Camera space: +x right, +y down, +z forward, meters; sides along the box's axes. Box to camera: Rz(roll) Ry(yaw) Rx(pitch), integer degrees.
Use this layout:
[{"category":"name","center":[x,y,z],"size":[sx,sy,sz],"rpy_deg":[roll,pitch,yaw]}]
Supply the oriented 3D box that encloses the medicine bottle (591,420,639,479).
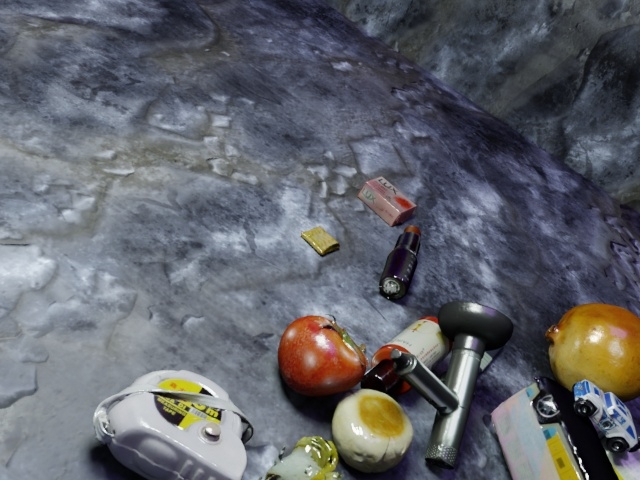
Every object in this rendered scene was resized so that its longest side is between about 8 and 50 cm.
[{"category":"medicine bottle","center":[0.632,0.486,1.386],"size":[0.143,0.143,0.258],"rpy_deg":[2,44,-38]}]

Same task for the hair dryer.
[{"category":"hair dryer","center":[0.254,0.232,1.226],"size":[0.155,0.284,0.320],"rpy_deg":[8,52,26]}]

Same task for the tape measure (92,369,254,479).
[{"category":"tape measure","center":[-0.210,0.284,0.980],"size":[0.236,0.120,0.197],"rpy_deg":[28,21,2]}]

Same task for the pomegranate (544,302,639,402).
[{"category":"pomegranate","center":[0.696,0.285,1.625],"size":[0.264,0.264,0.264],"rpy_deg":[22,34,-16]}]

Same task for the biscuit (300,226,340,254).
[{"category":"biscuit","center":[0.000,0.000,1.620],"size":[0.081,0.018,0.083],"rpy_deg":[43,34,17]}]

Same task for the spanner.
[{"category":"spanner","center":[0.369,0.293,1.537],"size":[0.087,0.024,0.316],"rpy_deg":[37,33,18]}]

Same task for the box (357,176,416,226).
[{"category":"box","center":[0.196,-0.117,1.901],"size":[0.156,0.060,0.111],"rpy_deg":[43,33,15]}]

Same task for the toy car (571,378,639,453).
[{"category":"toy car","center":[0.586,0.359,1.314],"size":[0.171,0.070,0.080],"rpy_deg":[47,25,-2]}]

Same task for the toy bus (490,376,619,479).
[{"category":"toy bus","center":[0.469,0.473,1.241],"size":[0.171,0.162,0.386],"rpy_deg":[33,29,-32]}]

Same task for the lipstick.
[{"category":"lipstick","center":[0.214,0.048,1.678],"size":[0.081,0.081,0.300],"rpy_deg":[31,33,-1]}]

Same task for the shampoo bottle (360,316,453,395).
[{"category":"shampoo bottle","center":[0.177,0.252,1.353],"size":[0.104,0.104,0.278],"rpy_deg":[43,34,17]}]

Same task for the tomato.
[{"category":"tomato","center":[-0.005,0.219,1.200],"size":[0.167,0.167,0.167],"rpy_deg":[22,34,-16]}]

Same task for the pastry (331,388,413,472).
[{"category":"pastry","center":[0.091,0.345,1.174],"size":[0.156,0.092,0.156],"rpy_deg":[25,31,-16]}]

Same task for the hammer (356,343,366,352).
[{"category":"hammer","center":[0.042,0.211,1.383],"size":[0.123,0.014,0.029],"rpy_deg":[22,25,-10]}]

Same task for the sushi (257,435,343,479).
[{"category":"sushi","center":[-0.058,0.392,0.951],"size":[0.131,0.139,0.291],"rpy_deg":[34,33,17]}]
